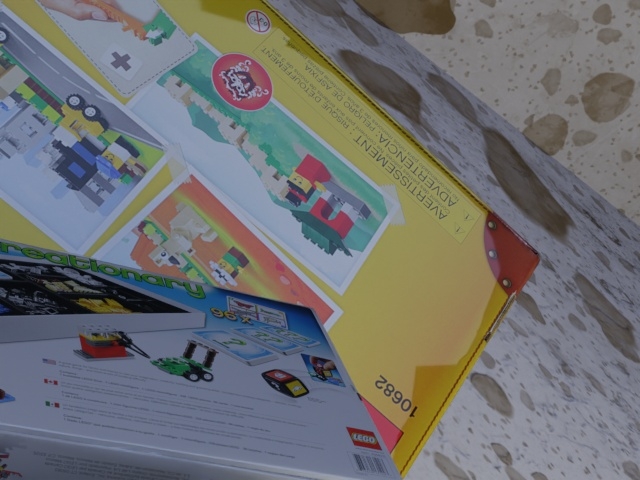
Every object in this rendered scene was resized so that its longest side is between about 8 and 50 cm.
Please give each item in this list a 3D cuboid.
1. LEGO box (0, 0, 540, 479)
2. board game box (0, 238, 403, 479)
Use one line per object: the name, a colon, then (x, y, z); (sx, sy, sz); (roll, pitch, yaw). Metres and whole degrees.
LEGO box: (-0.132, 0.000, 0.835); (0.500, 0.193, 0.372); (43, 54, -4)
board game box: (-0.121, 0.072, 0.587); (0.305, 0.053, 0.193); (14, 21, -22)
